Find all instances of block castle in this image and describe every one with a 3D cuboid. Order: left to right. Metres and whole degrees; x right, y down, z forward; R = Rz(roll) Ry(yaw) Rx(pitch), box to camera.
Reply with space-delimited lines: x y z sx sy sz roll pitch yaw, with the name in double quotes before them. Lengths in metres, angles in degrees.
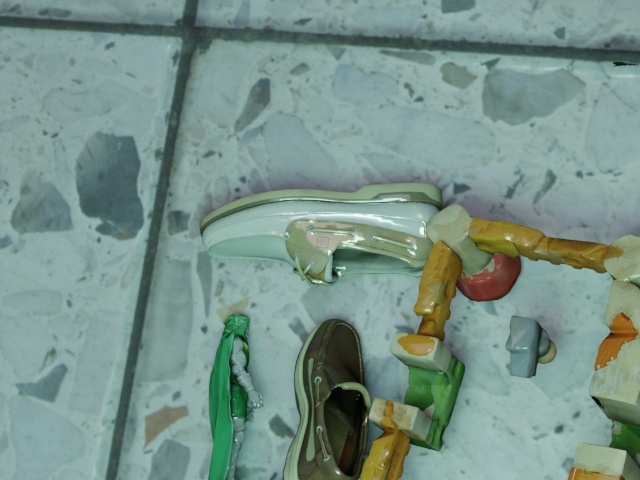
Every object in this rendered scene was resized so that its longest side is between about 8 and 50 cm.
"block castle" 0.226 0.205 1.780 0.303 0.213 0.453 10 73 27

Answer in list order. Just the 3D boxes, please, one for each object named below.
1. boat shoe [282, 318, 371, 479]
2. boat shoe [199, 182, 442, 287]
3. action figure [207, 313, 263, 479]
"boat shoe" 0.026 0.190 1.837 0.095 0.095 0.257 -38 34 40
"boat shoe" 0.000 0.000 1.924 0.302 0.113 0.103 -7 70 11
"action figure" -0.105 0.198 1.914 0.063 0.137 0.232 5 69 -10
